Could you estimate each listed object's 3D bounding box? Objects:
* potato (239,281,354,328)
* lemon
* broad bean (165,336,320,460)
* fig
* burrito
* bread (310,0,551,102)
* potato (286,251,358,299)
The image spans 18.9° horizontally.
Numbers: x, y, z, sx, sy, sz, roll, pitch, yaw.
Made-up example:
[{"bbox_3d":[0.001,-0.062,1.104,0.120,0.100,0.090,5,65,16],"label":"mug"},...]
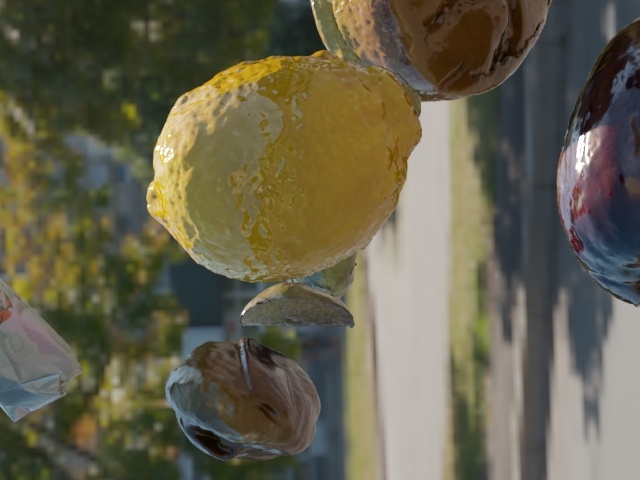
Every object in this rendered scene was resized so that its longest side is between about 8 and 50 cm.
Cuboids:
[{"bbox_3d":[-0.019,0.047,1.547,0.037,0.093,0.036,92,178,-46],"label":"potato"},{"bbox_3d":[-0.020,-0.048,1.215,0.142,0.187,0.142,-25,-90,-87],"label":"lemon"},{"bbox_3d":[-0.081,0.176,2.037,0.122,0.156,0.228,-52,-14,12],"label":"broad bean"},{"bbox_3d":[0.300,-0.062,1.566,0.224,0.224,0.263,-128,26,-87],"label":"fig"},{"bbox_3d":[-0.251,0.042,1.339,0.203,0.064,0.064,46,173,5],"label":"burrito"},{"bbox_3d":[0.107,-0.230,1.676,0.195,0.142,0.270,60,-139,-18],"label":"bread"},{"bbox_3d":[0.000,0.000,2.299,0.117,0.090,0.225,63,162,23],"label":"potato"}]
